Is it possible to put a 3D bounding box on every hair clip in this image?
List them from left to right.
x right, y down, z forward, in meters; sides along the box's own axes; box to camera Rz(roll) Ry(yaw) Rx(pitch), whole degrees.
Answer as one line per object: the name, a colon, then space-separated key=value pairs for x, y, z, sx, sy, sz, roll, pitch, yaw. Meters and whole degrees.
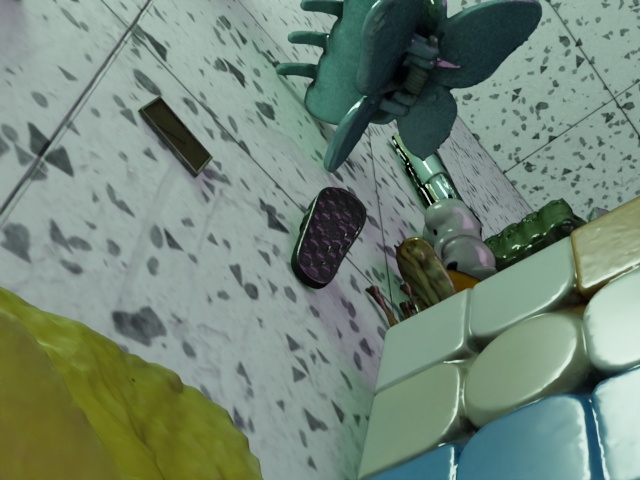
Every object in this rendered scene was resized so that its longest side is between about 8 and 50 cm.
hair clip: x=0.095 y=-0.300 z=1.272 sx=0.392 sy=0.318 sz=0.238 roll=-15 pitch=53 yaw=-41

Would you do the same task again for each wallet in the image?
wallet: x=0.245 y=-0.118 z=1.720 sx=0.176 sy=0.075 sz=0.250 roll=37 pitch=25 yaw=-56

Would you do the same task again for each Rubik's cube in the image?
Rubik's cube: x=0.263 y=0.220 z=0.699 sx=0.346 sy=0.344 sz=0.347 roll=50 pitch=27 yaw=-16

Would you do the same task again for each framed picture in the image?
framed picture: x=-0.151 y=-0.110 z=0.851 sx=0.089 sy=0.006 sz=0.066 roll=49 pitch=20 yaw=-14

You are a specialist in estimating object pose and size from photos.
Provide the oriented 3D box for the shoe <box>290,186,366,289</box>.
shoe: x=0.000 y=0.000 z=0.974 sx=0.071 sy=0.049 sz=0.179 roll=38 pitch=40 yaw=-10

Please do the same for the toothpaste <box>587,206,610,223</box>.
toothpaste: x=0.469 y=0.136 z=1.432 sx=0.098 sy=0.392 sz=0.061 roll=19 pitch=-5 yaw=-19

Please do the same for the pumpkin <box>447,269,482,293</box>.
pumpkin: x=0.302 y=0.195 z=1.282 sx=0.290 sy=0.095 sz=0.258 roll=53 pitch=15 yaw=-15

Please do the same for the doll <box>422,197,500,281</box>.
doll: x=0.244 y=0.012 z=1.437 sx=0.110 sy=0.107 sz=0.181 roll=90 pitch=-9 yaw=-52

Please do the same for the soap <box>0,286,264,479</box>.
soap: x=-0.101 y=0.170 z=0.329 sx=0.306 sy=0.115 sz=0.427 roll=44 pitch=21 yaw=-38

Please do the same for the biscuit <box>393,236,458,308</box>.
biscuit: x=0.192 y=0.124 z=1.130 sx=0.299 sy=0.045 sz=0.154 roll=60 pitch=-9 yaw=20

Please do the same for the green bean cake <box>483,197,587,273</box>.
green bean cake: x=0.430 y=0.077 z=1.551 sx=0.241 sy=0.255 sz=0.132 roll=54 pitch=21 yaw=-16

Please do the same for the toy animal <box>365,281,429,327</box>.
toy animal: x=0.122 y=0.145 z=1.005 sx=0.149 sy=0.054 sz=0.275 roll=43 pitch=23 yaw=-24
